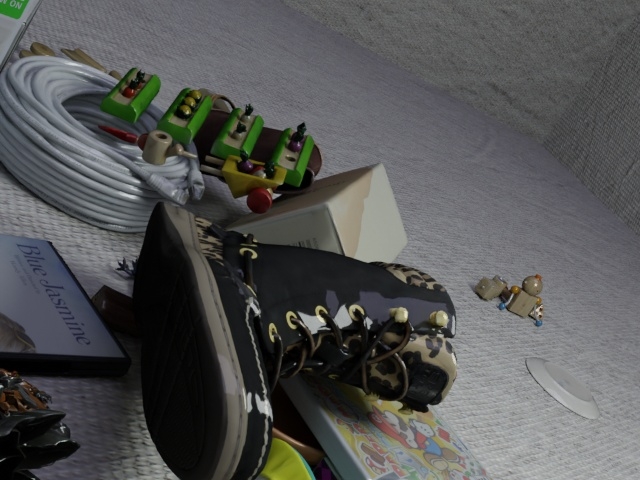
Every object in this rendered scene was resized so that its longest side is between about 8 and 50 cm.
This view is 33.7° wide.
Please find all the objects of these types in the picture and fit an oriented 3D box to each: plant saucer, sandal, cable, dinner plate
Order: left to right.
[{"bbox_3d":[-0.264,-0.118,1.247,0.257,0.089,0.257,25,24,-17],"label":"cable"},{"bbox_3d":[-0.165,-0.210,1.729,0.072,0.049,0.180,27,20,-23],"label":"sandal"},{"bbox_3d":[-0.038,0.157,1.059,0.200,0.037,0.200,30,19,-11],"label":"plant saucer"},{"bbox_3d":[0.383,0.226,1.654,0.141,0.017,0.141,30,20,-12],"label":"dinner plate"}]

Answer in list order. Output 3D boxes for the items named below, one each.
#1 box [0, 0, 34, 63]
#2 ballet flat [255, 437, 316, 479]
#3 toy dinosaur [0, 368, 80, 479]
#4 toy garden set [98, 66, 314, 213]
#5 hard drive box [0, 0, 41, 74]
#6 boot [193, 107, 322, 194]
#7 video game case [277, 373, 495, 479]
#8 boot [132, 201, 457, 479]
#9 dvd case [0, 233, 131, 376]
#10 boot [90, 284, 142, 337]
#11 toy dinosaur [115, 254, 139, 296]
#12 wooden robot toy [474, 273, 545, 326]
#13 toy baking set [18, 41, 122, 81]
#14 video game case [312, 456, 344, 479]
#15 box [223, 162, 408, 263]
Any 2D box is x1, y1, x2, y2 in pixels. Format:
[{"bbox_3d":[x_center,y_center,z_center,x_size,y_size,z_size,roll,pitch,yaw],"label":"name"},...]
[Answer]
[{"bbox_3d":[-0.423,-0.242,1.073,0.126,0.231,0.262,15,27,-47],"label":"box"},{"bbox_3d":[-0.026,0.241,0.823,0.077,0.077,0.231,6,33,-31],"label":"ballet flat"},{"bbox_3d":[-0.272,0.134,0.613,0.218,0.164,0.322,29,31,33],"label":"toy dinosaur"},{"bbox_3d":[-0.130,-0.127,1.205,0.244,0.049,0.204,21,28,-3],"label":"toy garden set"},{"bbox_3d":[-0.496,-0.332,1.394,0.232,0.089,0.181,29,20,-17],"label":"hard drive box"},{"bbox_3d":[-0.121,-0.113,1.370,0.248,0.090,0.207,6,13,1],"label":"boot"},{"bbox_3d":[0.058,0.178,1.061,0.206,0.026,0.227,18,23,-41],"label":"video game case"},{"bbox_3d":[-0.011,0.093,0.930,0.284,0.138,0.377,13,16,-20],"label":"boot"},{"bbox_3d":[-0.299,0.047,0.903,0.253,0.022,0.180,11,29,-51],"label":"dvd case"},{"bbox_3d":[-0.176,0.066,1.055,0.114,0.037,0.106,23,19,-19],"label":"boot"},{"bbox_3d":[-0.180,0.037,1.140,0.082,0.047,0.090,27,51,-49],"label":"toy dinosaur"},{"bbox_3d":[0.349,0.083,1.846,0.173,0.079,0.076,24,21,-30],"label":"wooden robot toy"},{"bbox_3d":[-0.316,-0.198,1.479,0.196,0.030,0.256,7,33,-50],"label":"toy baking set"},{"bbox_3d":[0.119,0.299,0.969,0.210,0.042,0.232,16,26,-44],"label":"video game case"},{"bbox_3d":[0.000,0.000,1.289,0.311,0.148,0.121,-42,116,-72],"label":"box"}]
